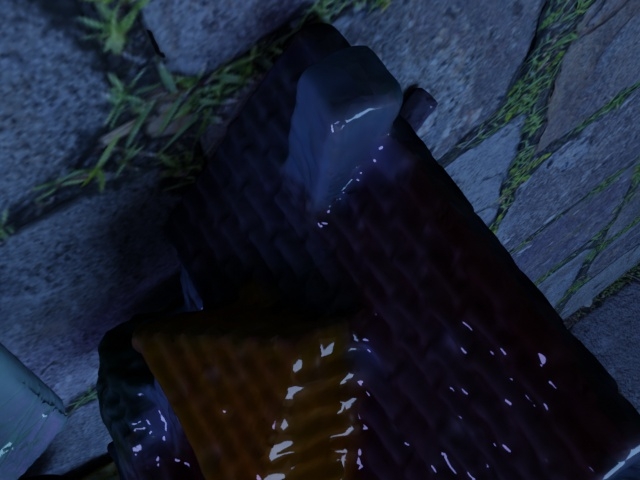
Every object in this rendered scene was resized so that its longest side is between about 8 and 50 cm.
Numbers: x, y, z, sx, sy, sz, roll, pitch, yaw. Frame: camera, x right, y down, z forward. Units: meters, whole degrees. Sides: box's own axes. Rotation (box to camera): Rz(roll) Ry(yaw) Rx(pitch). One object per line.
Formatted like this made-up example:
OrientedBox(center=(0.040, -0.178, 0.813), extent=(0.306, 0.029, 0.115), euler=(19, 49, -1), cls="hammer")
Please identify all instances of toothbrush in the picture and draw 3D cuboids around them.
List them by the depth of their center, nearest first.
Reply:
OrientedBox(center=(0.000, 0.000, 0.826), extent=(0.029, 0.024, 0.354), euler=(-24, 157, -49), cls="toothbrush")

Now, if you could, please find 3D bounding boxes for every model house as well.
OrientedBox(center=(0.036, 0.085, 0.577), extent=(0.297, 0.360, 0.339), euler=(-21, 151, -23), cls="model house")

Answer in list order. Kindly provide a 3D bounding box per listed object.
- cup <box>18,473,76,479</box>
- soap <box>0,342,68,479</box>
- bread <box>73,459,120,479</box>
OrientedBox(center=(-0.292, 0.301, 0.812), extent=(0.223, 0.169, 0.177), euler=(-14, 173, 36), cls="cup")
OrientedBox(center=(-0.229, 0.089, 0.461), extent=(0.150, 0.094, 0.261), euler=(-53, 166, -19), cls="soap")
OrientedBox(center=(-0.214, 0.259, 0.982), extent=(0.136, 0.054, 0.154), euler=(-31, 165, -17), cls="bread")
